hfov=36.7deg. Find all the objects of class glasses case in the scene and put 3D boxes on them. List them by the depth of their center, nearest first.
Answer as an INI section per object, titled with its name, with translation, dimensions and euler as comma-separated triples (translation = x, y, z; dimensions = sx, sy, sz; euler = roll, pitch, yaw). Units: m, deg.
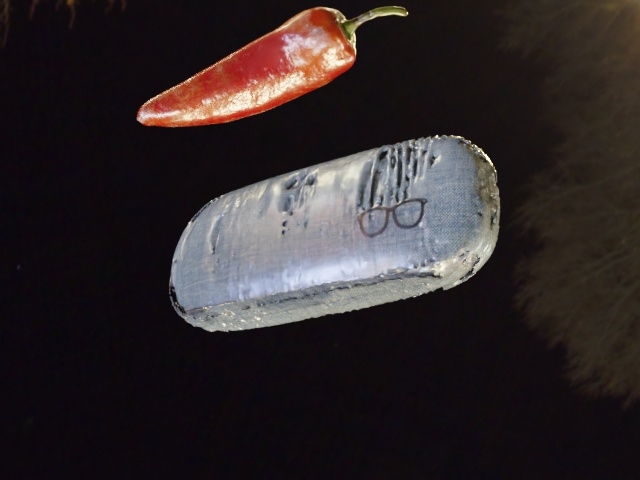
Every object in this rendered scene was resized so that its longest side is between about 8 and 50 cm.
[glasses case]
translation = 0.000, 0.000, 0.694
dimensions = 0.067, 0.282, 0.109
euler = 36, -127, -44

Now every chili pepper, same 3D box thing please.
[chili pepper]
translation = -0.046, -0.162, 0.908
dimensions = 0.063, 0.272, 0.071
euler = -97, -19, -57
